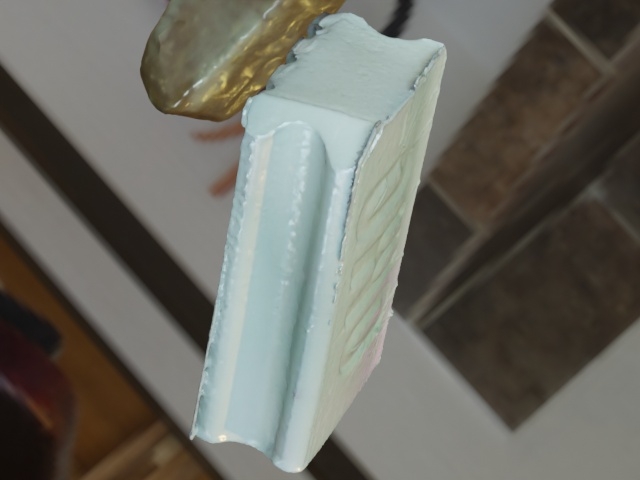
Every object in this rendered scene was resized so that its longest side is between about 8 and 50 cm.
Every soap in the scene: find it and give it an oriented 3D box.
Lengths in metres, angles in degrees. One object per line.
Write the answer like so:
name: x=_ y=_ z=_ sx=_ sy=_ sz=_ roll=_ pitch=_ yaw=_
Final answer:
soap: x=0.000 y=0.000 z=1.190 sx=0.150 sy=0.094 sz=0.261 roll=-59 pitch=164 yaw=-53

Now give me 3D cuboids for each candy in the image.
candy: x=-0.074 y=-0.212 z=1.839 sx=0.234 sy=0.102 sz=0.104 roll=-43 pitch=151 yaw=27
